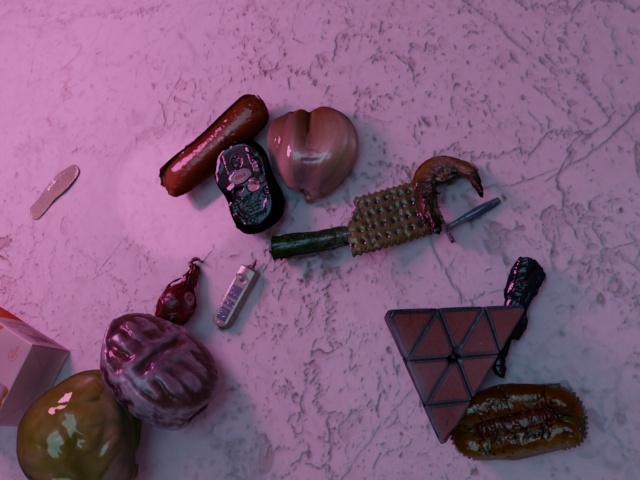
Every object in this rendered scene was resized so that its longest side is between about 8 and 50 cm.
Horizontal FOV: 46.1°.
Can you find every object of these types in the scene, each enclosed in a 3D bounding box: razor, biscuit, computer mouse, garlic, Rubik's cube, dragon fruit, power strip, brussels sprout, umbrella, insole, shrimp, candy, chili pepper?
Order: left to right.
[{"bbox_3d":[-0.735,-0.136,2.071,0.192,0.010,0.063,-47,64,4],"label":"insole"},{"bbox_3d":[-0.547,0.454,1.715,0.273,0.243,0.317,1,74,-4],"label":"brussels sprout"},{"bbox_3d":[-0.366,0.294,1.692,0.289,0.214,0.157,38,135,16],"label":"candy"},{"bbox_3d":[-0.329,0.123,1.792,0.094,0.094,0.191,16,72,25],"label":"dragon fruit"},{"bbox_3d":[-0.196,0.126,1.769,0.047,0.030,0.191,27,87,25],"label":"power strip"},{"bbox_3d":[-0.166,-0.125,1.792,0.137,0.096,0.234,-21,76,20],"label":"computer mouse"},{"bbox_3d":[-0.021,-0.212,1.753,0.217,0.110,0.228,-12,71,15],"label":"garlic"},{"bbox_3d":[0.000,0.000,1.699,0.226,0.088,0.059,-10,86,17],"label":"chili pepper"},{"bbox_3d":[0.150,-0.054,1.658,0.203,0.016,0.144,-15,69,-1],"label":"biscuit"},{"bbox_3d":[0.227,0.206,1.469,0.233,0.229,0.228,32,130,7],"label":"Rubik's cube"},{"bbox_3d":[0.271,-0.104,1.608,0.150,0.051,0.217,-9,50,14],"label":"shrimp"},{"bbox_3d":[0.324,-0.055,1.612,0.135,0.040,0.068,-28,68,5],"label":"razor"},{"bbox_3d":[0.386,0.151,1.508,0.070,0.071,0.248,18,82,25],"label":"umbrella"}]

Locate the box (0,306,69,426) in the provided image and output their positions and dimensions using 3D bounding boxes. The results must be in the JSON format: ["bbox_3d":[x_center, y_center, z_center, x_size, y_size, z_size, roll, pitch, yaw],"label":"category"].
[{"bbox_3d":[-0.846,0.301,1.923,0.341,0.143,0.225,23,85,27],"label":"box"}]

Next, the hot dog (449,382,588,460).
[{"bbox_3d":[0.376,0.348,1.452,0.267,0.075,0.145,-14,73,21],"label":"hot dog"}]

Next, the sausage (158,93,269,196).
[{"bbox_3d":[-0.258,-0.231,1.859,0.330,0.102,0.102,-39,65,8],"label":"sausage"}]
